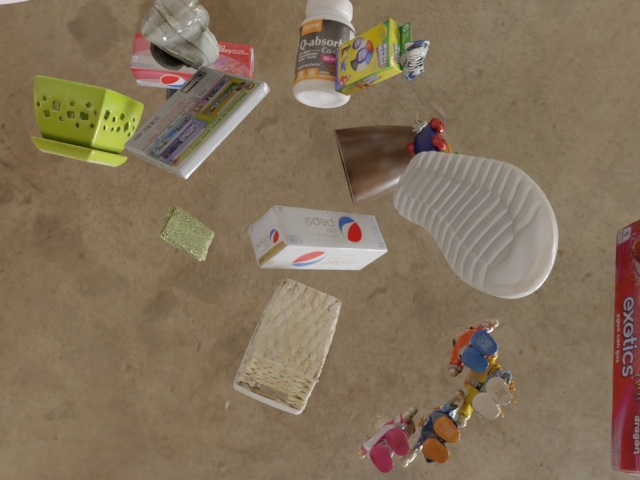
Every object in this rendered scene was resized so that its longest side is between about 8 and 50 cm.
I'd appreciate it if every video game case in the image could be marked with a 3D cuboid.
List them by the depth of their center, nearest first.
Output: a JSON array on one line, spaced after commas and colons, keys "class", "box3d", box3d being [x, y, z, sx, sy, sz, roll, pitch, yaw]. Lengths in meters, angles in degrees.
[{"class": "video game case", "box3d": [-0.215, -0.209, 1.060, 0.212, 0.193, 0.023, -50, 136, -16]}]

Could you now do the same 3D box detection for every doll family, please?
[{"class": "doll family", "box3d": [0.172, 0.226, 0.820, 0.118, 0.163, 0.263, 43, 91, 7]}]

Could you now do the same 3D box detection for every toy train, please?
[{"class": "toy train", "box3d": [0.298, -0.227, 1.526, 0.143, 0.248, 0.105, 32, 124, -17]}]

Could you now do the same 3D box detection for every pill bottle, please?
[{"class": "pill bottle", "box3d": [0.013, -0.524, 1.718, 0.162, 0.162, 0.278, 5, 81, -6]}]

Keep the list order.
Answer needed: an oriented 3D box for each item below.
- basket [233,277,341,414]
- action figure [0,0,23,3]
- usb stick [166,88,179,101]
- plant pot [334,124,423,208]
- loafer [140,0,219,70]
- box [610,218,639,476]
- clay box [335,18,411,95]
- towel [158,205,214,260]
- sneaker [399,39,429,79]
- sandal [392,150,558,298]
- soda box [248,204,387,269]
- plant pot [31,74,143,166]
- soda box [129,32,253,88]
[{"class": "basket", "box3d": [-0.045, 0.153, 0.928, 0.113, 0.167, 0.103, 22, 136, -2]}, {"class": "action figure", "box3d": [-0.291, -0.144, 0.406, 0.276, 0.370, 0.248, 18, 153, -21]}, {"class": "usb stick", "box3d": [-0.416, -0.369, 1.826, 0.077, 0.045, 0.278, -2, 79, -5]}, {"class": "plant pot", "box3d": [0.174, -0.218, 1.637, 0.230, 0.215, 0.215, -15, 115, 2]}, {"class": "loafer", "box3d": [-0.251, -0.355, 1.089, 0.111, 0.319, 0.112, -41, 93, -1]}, {"class": "box", "box3d": [0.368, 0.099, 0.581, 0.128, 0.122, 0.257, 16, 69, -8]}, {"class": "clay box", "box3d": [0.129, -0.460, 1.551, 0.053, 0.222, 0.127, 12, 73, -40]}, {"class": "towel", "box3d": [-0.360, -0.018, 1.668, 0.148, 0.110, 0.027, 35, 141, -26]}, {"class": "sneaker", "box3d": [0.198, -0.371, 1.279, 0.052, 0.135, 0.058, -7, 85, 0]}, {"class": "sandal", "box3d": [0.242, -0.044, 0.942, 0.102, 0.416, 0.169, 21, 107, -24]}, {"class": "soda box", "box3d": [0.000, 0.000, 0.955, 0.216, 0.069, 0.074, 4, 149, -43]}, {"class": "plant pot", "box3d": [-0.672, -0.332, 1.771, 0.228, 0.227, 0.207, 14, 94, 10]}, {"class": "soda box", "box3d": [-0.284, -0.394, 1.392, 0.263, 0.083, 0.092, 4, 76, -3]}]
